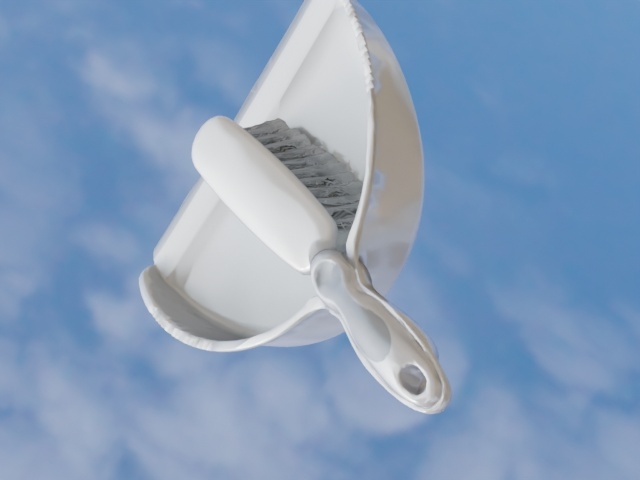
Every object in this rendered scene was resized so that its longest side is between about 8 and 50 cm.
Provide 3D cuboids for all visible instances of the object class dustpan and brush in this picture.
[{"bbox_3d":[0.000,0.000,0.660,0.060,0.147,0.211,18,-160,-44],"label":"dustpan and brush"}]
